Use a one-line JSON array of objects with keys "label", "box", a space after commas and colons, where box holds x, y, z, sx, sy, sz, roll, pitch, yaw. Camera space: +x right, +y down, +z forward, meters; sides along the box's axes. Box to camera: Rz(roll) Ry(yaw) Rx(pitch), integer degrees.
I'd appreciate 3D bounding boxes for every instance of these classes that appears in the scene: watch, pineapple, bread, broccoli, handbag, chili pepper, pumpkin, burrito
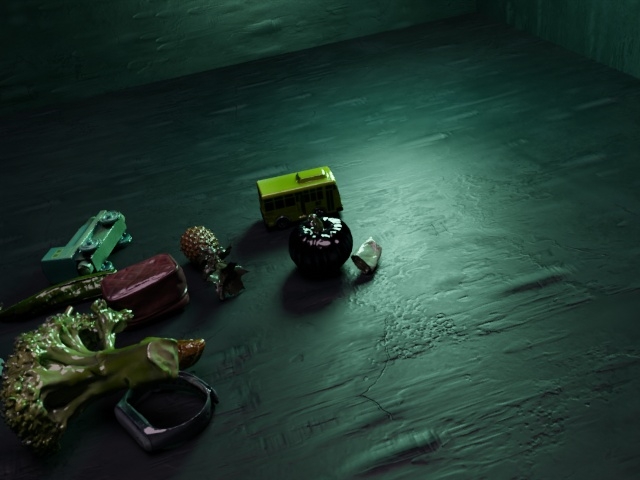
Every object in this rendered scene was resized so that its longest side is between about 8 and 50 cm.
[{"label": "watch", "box": [-0.346, 0.368, 1.463, 0.193, 0.068, 0.206, -30, 42, -35]}, {"label": "pineapple", "box": [-0.318, 0.058, 1.892, 0.130, 0.119, 0.277, -7, 29, -34]}, {"label": "bread", "box": [-0.368, 0.283, 1.578, 0.232, 0.076, 0.105, -9, 1, 24]}, {"label": "broccoli", "box": [-0.514, 0.308, 1.421, 0.396, 0.275, 0.353, 20, 76, 37]}, {"label": "handbag", "box": [-0.476, 0.139, 1.787, 0.225, 0.135, 0.146, -26, 37, -17]}, {"label": "chili pepper", "box": [-0.759, 0.159, 1.887, 0.358, 0.076, 0.085, -15, 58, -10]}, {"label": "pumpkin", "box": [0.002, 0.011, 1.867, 0.194, 0.150, 0.194, 2, 61, -4]}, {"label": "burrito", "box": [0.138, 0.040, 1.863, 0.074, 0.044, 0.118, 37, 43, 6]}]

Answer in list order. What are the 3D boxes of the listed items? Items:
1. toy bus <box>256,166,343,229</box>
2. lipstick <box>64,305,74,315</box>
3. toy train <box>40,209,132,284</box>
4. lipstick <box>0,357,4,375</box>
[{"label": "toy bus", "box": [-0.067, -0.143, 2.106, 0.261, 0.150, 0.128, -13, 34, -8]}, {"label": "lipstick", "box": [-0.713, 0.217, 1.824, 0.018, 0.019, 0.094, -4, 33, 7]}, {"label": "toy train", "box": [-0.726, 0.014, 2.057, 0.194, 0.120, 0.298, -6, 32, 13]}, {"label": "lipstick", "box": [-0.887, 0.334, 1.659, 0.157, 0.048, 0.048, -9, 33, -2]}]
